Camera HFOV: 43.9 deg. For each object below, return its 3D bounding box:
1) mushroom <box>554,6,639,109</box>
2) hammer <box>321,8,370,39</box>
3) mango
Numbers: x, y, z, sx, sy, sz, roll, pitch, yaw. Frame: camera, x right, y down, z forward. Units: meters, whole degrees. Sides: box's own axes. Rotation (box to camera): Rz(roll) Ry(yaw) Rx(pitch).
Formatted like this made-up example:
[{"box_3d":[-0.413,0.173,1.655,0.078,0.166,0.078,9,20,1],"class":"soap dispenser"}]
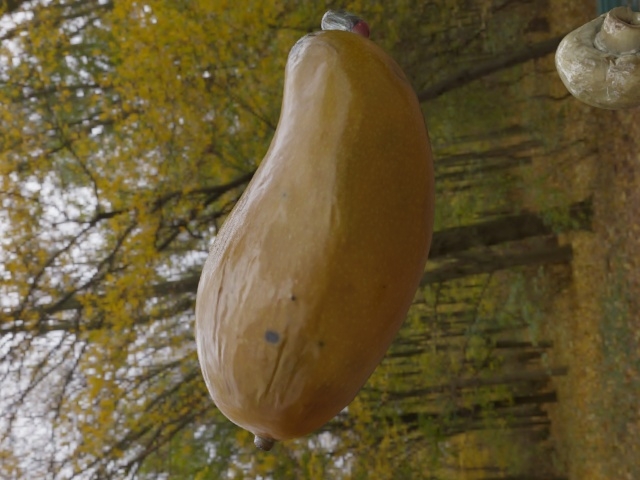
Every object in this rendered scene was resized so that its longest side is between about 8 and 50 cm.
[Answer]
[{"box_3d":[0.355,-0.216,0.943,0.112,0.147,0.148,93,-177,-47],"class":"mushroom"},{"box_3d":[0.017,-0.179,0.768,0.031,0.052,0.083,-2,-62,-44],"class":"hammer"},{"box_3d":[0.000,0.000,0.356,0.075,0.098,0.190,29,-102,-67],"class":"mango"}]
